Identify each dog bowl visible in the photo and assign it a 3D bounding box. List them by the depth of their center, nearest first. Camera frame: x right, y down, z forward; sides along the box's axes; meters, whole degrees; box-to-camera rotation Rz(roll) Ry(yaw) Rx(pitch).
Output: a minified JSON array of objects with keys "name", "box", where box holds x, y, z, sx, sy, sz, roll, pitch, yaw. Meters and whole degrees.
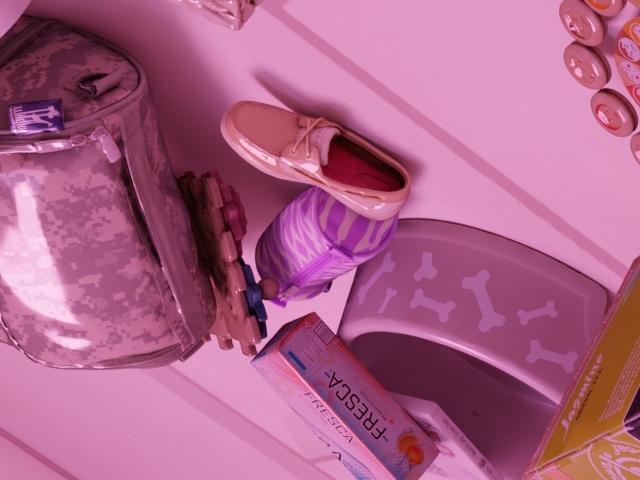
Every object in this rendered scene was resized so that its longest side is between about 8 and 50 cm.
[{"name":"dog bowl","box":[0.168,0.125,1.570,0.348,0.102,0.349,27,159,12]}]

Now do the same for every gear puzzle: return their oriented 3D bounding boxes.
[{"name":"gear puzzle","box":[-0.114,0.015,1.677,0.339,0.044,0.175,-176,69,-71]}]

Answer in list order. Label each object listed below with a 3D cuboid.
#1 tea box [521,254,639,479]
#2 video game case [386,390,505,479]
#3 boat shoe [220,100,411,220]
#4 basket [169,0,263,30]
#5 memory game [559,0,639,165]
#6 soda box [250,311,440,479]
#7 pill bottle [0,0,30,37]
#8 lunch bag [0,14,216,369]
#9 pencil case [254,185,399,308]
[{"name":"tea box","box":[0.369,0.134,1.167,0.329,0.220,0.323,32,159,-1]},{"name":"video game case","box":[0.084,0.187,1.648,0.157,0.019,0.143,8,149,44]},{"name":"boat shoe","box":[0.001,-0.076,1.416,0.170,0.063,0.059,24,157,-8]},{"name":"basket","box":[-0.097,-0.231,1.143,0.167,0.103,0.113,26,159,11]},{"name":"memory game","box":[0.220,-0.098,1.070,0.186,0.012,0.186,40,156,22]},{"name":"soda box","box":[0.023,0.153,1.569,0.183,0.058,0.063,48,150,-8]},{"name":"pill bottle","box":[-0.336,-0.251,1.391,0.208,0.117,0.117,42,156,-27]},{"name":"lunch bag","box":[-0.232,-0.040,1.527,0.256,0.212,0.305,15,136,34]},{"name":"pencil case","box":[0.000,0.000,1.536,0.086,0.088,0.206,33,157,-6]}]
